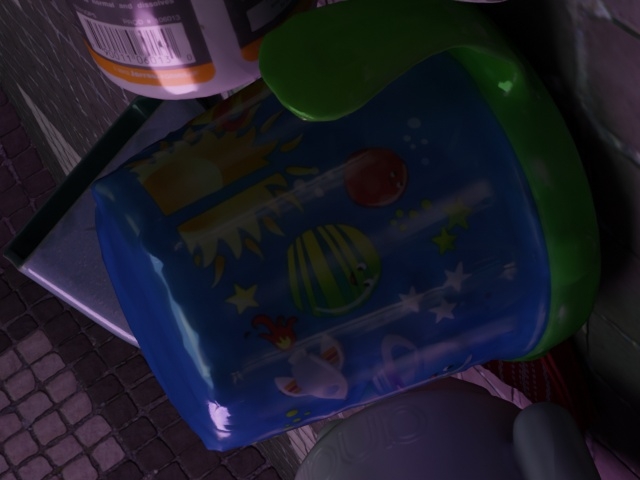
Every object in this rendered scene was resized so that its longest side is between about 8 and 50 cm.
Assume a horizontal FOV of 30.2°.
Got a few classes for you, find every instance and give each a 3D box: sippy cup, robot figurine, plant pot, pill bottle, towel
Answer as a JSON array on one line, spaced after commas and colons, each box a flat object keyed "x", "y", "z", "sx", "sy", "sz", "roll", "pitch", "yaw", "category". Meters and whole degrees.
[{"x": 0.000, "y": 0.000, "z": 0.679, "sx": 0.240, "sy": 0.224, "sz": 0.305, "roll": 34, "pitch": 145, "yaw": 56, "category": "sippy cup"}, {"x": 0.090, "y": 0.244, "z": 0.799, "sx": 0.300, "sy": 0.199, "sz": 0.353, "roll": -59, "pitch": 27, "yaw": 31, "category": "robot figurine"}, {"x": -0.165, "y": 0.006, "z": 1.312, "sx": 0.252, "sy": 0.247, "sz": 0.248, "roll": 41, "pitch": 170, "yaw": -17, "category": "plant pot"}, {"x": -0.104, "y": -0.231, "z": 0.698, "sx": 0.162, "sy": 0.162, "sz": 0.278, "roll": 44, "pitch": 161, "yaw": 39, "category": "pill bottle"}, {"x": 0.092, "y": 0.020, "z": 0.891, "sx": 0.275, "sy": 0.031, "sz": 0.199, "roll": 35, "pitch": 154, "yaw": 55, "category": "towel"}]

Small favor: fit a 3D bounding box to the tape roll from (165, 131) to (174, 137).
[{"x": -0.032, "y": 0.035, "z": 1.043, "sx": 0.321, "sy": 0.077, "sz": 0.321, "roll": 39, "pitch": 177, "yaw": 3, "category": "tape roll"}]

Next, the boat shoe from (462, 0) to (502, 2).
[{"x": 0.038, "y": -0.173, "z": 0.564, "sx": 0.219, "sy": 0.077, "sz": 0.070, "roll": -131, "pitch": 46, "yaw": -56, "category": "boat shoe"}]
